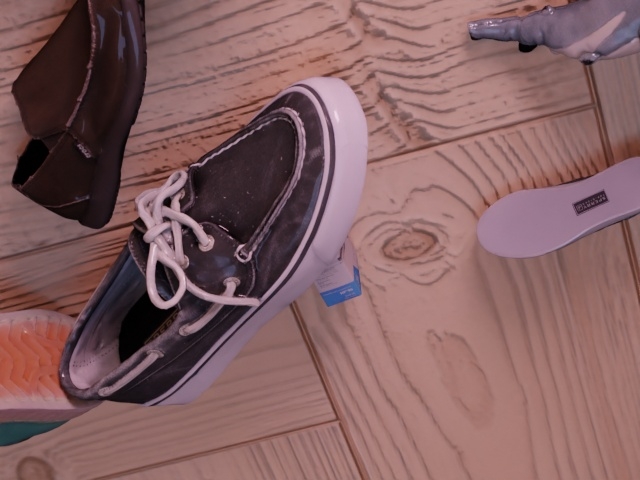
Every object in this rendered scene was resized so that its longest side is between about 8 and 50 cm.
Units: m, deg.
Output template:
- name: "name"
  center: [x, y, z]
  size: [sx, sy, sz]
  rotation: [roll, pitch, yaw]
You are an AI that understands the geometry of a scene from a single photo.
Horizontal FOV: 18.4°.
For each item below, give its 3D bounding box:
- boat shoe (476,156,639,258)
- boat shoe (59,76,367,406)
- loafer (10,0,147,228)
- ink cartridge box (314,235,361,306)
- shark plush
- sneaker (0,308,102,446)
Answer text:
- name: "boat shoe"
  center: [0.180, -0.021, 1.388]
  size: [0.142, 0.049, 0.040]
  rotation: [-19, 170, 18]
- name: "boat shoe"
  center: [-0.082, 0.005, 1.327]
  size: [0.105, 0.113, 0.306]
  rotation: [1, 145, -41]
- name: "loafer"
  center: [-0.158, -0.092, 1.260]
  size: [0.078, 0.080, 0.220]
  rotation: [6, 132, -12]
- name: "ink cartridge box"
  center: [0.000, 0.000, 1.384]
  size: [0.028, 0.048, 0.083]
  rotation: [-20, 132, 12]
- name: "shark plush"
  center: [0.178, -0.155, 1.279]
  size: [0.161, 0.073, 0.067]
  rotation: [-4, 116, 26]
- name: "sneaker"
  center: [-0.289, 0.106, 1.364]
  size: [0.121, 0.108, 0.302]
  rotation: [-36, 150, 32]
